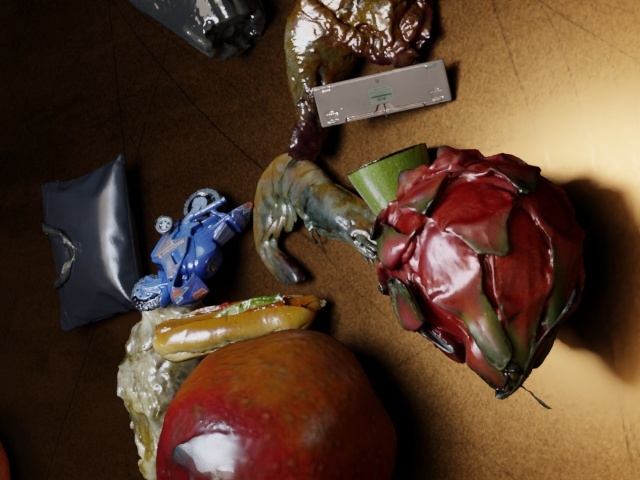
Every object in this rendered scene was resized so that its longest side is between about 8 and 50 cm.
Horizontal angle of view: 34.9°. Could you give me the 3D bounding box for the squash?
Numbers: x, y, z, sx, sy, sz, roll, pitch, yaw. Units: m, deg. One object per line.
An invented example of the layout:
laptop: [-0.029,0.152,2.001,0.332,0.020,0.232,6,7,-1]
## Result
squash: [0.104,-0.040,1.217,0.105,0.105,0.132,-23,91,39]

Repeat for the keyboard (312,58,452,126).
keyboard: [0.075,-0.177,1.237,0.165,0.017,0.055,-10,105,17]

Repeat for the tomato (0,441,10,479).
tomato: [-0.672,0.429,1.767,0.264,0.265,0.265,-2,87,41]

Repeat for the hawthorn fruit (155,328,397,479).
hawthorn fruit: [-0.078,0.260,1.184,0.284,0.369,0.285,9,109,27]

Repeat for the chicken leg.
chicken leg: [0.041,-0.247,1.272,0.322,0.083,0.177,-37,78,26]

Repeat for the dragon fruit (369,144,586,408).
dragon fruit: [0.175,0.041,1.055,0.233,0.233,0.293,-31,64,36]

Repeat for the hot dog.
hot dog: [-0.105,0.108,1.335,0.235,0.092,0.062,-13,97,4]

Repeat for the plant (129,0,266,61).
plant: [-0.182,-0.375,1.439,0.164,0.142,0.256,-45,72,31]

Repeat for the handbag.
handbag: [-0.367,0.008,1.621,0.211,0.088,0.254,-13,84,38]

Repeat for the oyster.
oyster: [-0.196,0.196,1.437,0.110,0.166,0.341,-5,68,50]

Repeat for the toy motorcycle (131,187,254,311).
toy motorcycle: [-0.180,0.019,1.418,0.114,0.076,0.205,20,70,30]

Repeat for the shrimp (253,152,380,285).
shrimp: [0.000,0.000,1.321,0.296,0.058,0.169,38,117,41]
